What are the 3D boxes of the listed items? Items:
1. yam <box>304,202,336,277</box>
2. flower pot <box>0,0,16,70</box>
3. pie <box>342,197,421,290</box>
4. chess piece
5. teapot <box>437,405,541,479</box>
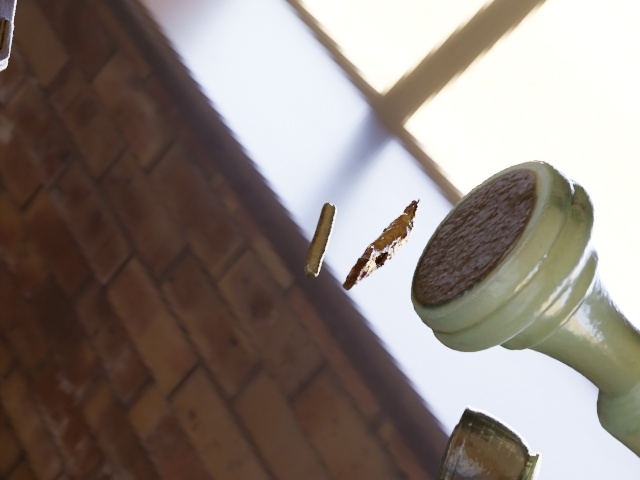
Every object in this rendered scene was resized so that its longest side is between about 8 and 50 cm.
[{"bbox_3d":[0.000,0.000,1.816,0.021,0.021,0.116,36,42,-20],"label":"yam"},{"bbox_3d":[-0.349,-0.256,1.479,0.179,0.084,0.251,43,44,-57],"label":"flower pot"},{"bbox_3d":[0.067,0.014,1.804,0.033,0.088,0.191,46,32,-1],"label":"pie"},{"bbox_3d":[0.248,0.084,1.452,0.299,0.194,0.194,40,15,-19],"label":"chess piece"},{"bbox_3d":[0.152,0.221,1.414,0.090,0.124,0.092,18,-15,13],"label":"teapot"}]
